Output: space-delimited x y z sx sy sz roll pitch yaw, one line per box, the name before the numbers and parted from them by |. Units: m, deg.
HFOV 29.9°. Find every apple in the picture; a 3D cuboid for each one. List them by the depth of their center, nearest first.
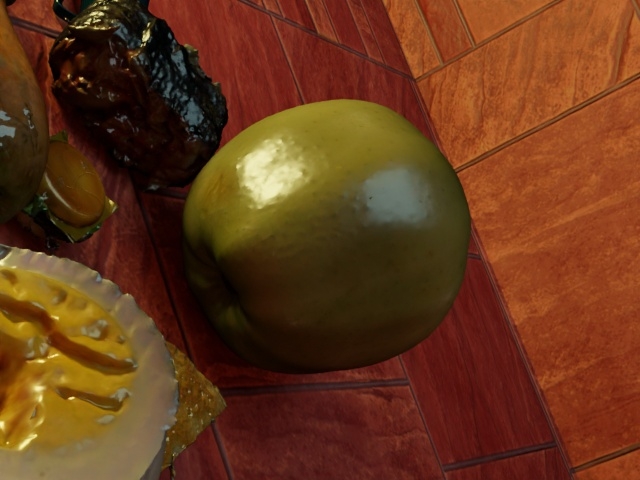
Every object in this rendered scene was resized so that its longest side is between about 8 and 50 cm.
apple | 0.000 0.000 1.917 0.473 0.473 0.473 44 30 -35

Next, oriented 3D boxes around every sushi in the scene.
sushi | -0.287 -0.241 1.895 0.343 0.196 0.182 48 21 -30

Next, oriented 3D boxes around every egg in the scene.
egg | -0.347 0.224 1.163 0.354 0.340 0.354 16 42 -15

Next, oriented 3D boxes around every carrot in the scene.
carrot | -0.461 -0.185 1.479 0.224 0.224 0.340 22 41 -55

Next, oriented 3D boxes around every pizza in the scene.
pizza | -0.256 0.234 1.627 0.280 0.075 0.287 46 31 -23

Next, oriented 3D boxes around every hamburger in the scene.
hamburger | -0.373 -0.064 1.667 0.164 0.093 0.189 61 23 2

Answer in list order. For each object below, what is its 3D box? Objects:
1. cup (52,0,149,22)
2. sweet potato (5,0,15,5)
cup | -0.365 -0.375 2.009 0.113 0.150 0.138 87 1 -48
sweet potato | -0.488 -0.333 1.760 0.233 0.062 0.081 -94 162 -48
